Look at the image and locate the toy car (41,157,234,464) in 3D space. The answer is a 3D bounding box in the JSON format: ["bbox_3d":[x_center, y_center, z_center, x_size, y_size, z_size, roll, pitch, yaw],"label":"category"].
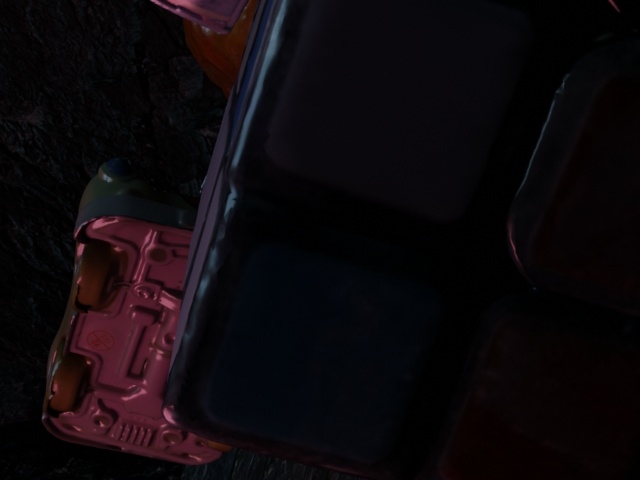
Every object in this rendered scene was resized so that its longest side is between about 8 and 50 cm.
[{"bbox_3d":[-0.168,0.069,1.147,0.226,0.242,0.336,-93,21,-55],"label":"toy car"}]

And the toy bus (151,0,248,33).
[{"bbox_3d":[-0.046,-0.217,0.608,0.075,0.064,0.190,-41,31,53],"label":"toy bus"}]

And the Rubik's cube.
[{"bbox_3d":[0.126,-0.077,0.567,0.362,0.359,0.363,-99,28,-67],"label":"Rubik's cube"}]

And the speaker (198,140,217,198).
[{"bbox_3d":[0.016,-0.018,1.257,0.259,0.329,0.198,135,152,-84],"label":"speaker"}]

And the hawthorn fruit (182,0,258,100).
[{"bbox_3d":[0.008,-0.357,1.553,0.472,0.471,0.472,-162,90,-81],"label":"hawthorn fruit"}]
